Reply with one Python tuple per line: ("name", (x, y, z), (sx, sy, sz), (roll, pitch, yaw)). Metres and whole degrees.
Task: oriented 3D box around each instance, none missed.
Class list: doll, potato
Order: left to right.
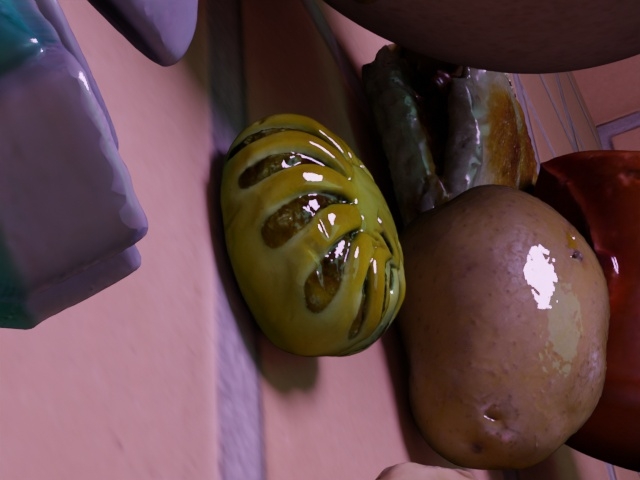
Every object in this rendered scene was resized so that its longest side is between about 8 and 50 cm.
("doll", (-0.099, -0.110, 0.397), (0.258, 0.153, 0.195), (65, -10, -22))
("potato", (0.110, 0.060, 1.007), (0.157, 0.157, 0.194), (60, 31, -35))

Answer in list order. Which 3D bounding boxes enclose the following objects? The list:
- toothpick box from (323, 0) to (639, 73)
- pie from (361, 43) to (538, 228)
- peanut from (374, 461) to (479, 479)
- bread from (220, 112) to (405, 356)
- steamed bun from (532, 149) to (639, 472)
("toothpick box", (0.094, -0.311, 0.896), (0.425, 0.409, 0.409), (34, 39, -59))
("pie", (0.108, -0.044, 1.219), (0.274, 0.105, 0.257), (37, 49, -66))
("peanut", (0.085, 0.216, 0.734), (0.257, 0.123, 0.123), (64, 15, -7))
("bread", (0.000, 0.000, 0.792), (0.139, 0.071, 0.130), (45, 25, -60))
("steamed bun", (0.291, 0.071, 1.269), (0.379, 0.248, 0.235), (52, 48, -72))
